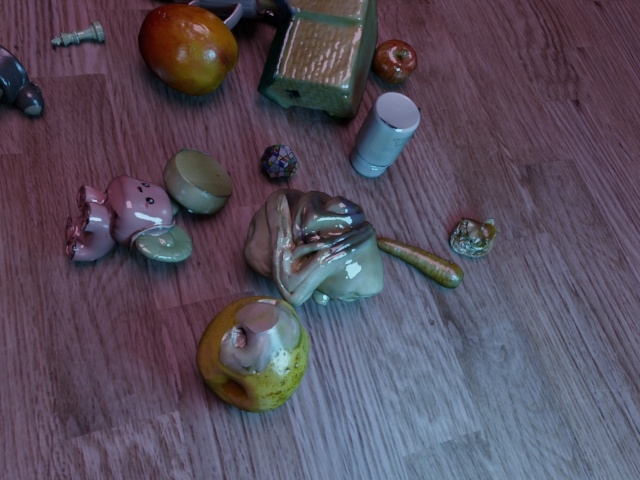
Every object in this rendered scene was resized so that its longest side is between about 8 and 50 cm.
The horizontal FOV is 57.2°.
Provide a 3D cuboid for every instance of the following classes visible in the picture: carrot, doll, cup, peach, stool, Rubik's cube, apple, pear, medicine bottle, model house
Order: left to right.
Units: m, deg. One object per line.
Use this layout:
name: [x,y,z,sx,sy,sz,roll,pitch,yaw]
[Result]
stool: [-0.841,-0.411,1.527,0.228,0.153,0.139,30,59,-1]
doll: [-0.467,-0.047,1.458,0.268,0.216,0.284,10,39,-37]
peach: [-0.378,-0.551,1.675,0.280,0.281,0.238,29,70,-1]
cup: [-0.313,-0.788,1.803,0.273,0.208,0.288,11,42,9]
pear: [-0.148,0.256,1.362,0.271,0.271,0.271,7,62,-13]
Rubik's cube: [-0.117,-0.226,1.689,0.111,0.093,0.111,7,64,-14]
model house: [-0.026,-0.597,1.802,0.342,0.334,0.382,11,77,10]
medicine bottle: [0.180,-0.301,1.724,0.143,0.258,0.144,8,61,-14]
apple: [0.243,-0.597,1.966,0.146,0.131,0.147,3,82,-23]
carrot: [0.270,0.049,1.685,0.298,0.078,0.078,26,59,2]

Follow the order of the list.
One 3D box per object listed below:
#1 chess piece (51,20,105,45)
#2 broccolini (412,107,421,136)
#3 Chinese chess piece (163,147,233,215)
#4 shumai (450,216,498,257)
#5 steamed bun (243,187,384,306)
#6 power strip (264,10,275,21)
chess piece: [-0.714,-0.602,1.723,0.149,0.059,0.059,-21,72,-21]
broccolini: [0.305,-0.392,1.949,0.035,0.030,0.140,2,50,25]
Chinese chess piece: [-0.324,-0.155,1.559,0.188,0.083,0.188,31,32,-22]
shumai: [0.470,-0.023,1.751,0.145,0.116,0.146,7,61,-12]
steamed bun: [0.000,0.000,1.482,0.339,0.247,0.352,-9,53,-37]
power strip: [-0.170,-0.861,2.002,0.256,0.092,0.251,21,68,-7]
